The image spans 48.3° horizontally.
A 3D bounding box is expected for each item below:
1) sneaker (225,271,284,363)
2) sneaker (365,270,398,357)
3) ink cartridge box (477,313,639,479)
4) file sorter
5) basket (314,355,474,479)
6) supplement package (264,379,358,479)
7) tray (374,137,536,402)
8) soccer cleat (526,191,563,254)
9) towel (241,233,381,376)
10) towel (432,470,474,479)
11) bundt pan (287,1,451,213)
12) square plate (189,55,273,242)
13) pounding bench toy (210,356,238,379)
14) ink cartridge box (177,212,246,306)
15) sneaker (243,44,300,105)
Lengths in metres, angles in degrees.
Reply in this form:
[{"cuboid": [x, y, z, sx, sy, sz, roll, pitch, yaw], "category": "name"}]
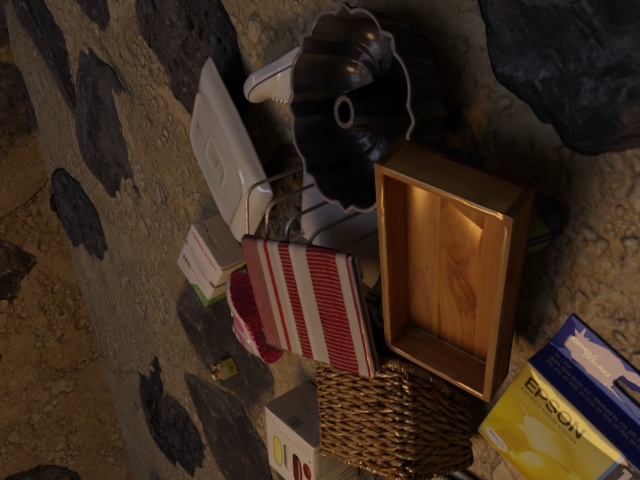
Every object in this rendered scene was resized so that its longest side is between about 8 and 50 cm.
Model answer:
[{"cuboid": [-0.191, 0.205, 1.869, 0.111, 0.103, 0.252, -11, 100, 55], "category": "sneaker"}, {"cuboid": [0.126, 0.125, 1.308, 0.108, 0.121, 0.302, 56, 157, 39], "category": "sneaker"}, {"cuboid": [0.421, 0.321, 1.112, 0.303, 0.072, 0.307, 46, 145, 28], "category": "ink cartridge box"}, {"cuboid": [0.000, 0.000, 1.403, 0.277, 0.173, 0.193, 36, 138, 37], "category": "file sorter"}, {"cuboid": [0.147, 0.313, 1.379, 0.299, 0.213, 0.223, -7, 86, 57], "category": "basket"}, {"cuboid": [-0.022, 0.502, 1.778, 0.194, 0.149, 0.203, 29, 132, 42], "category": "supplement package"}, {"cuboid": [0.192, 0.058, 1.064, 0.202, 0.076, 0.411, 26, 145, 29], "category": "tray"}, {"cuboid": [0.228, -0.048, 1.095, 0.289, 0.121, 0.093, 22, 128, 47], "category": "soccer cleat"}, {"cuboid": [-0.023, 0.112, 1.322, 0.329, 0.037, 0.237, 9, 117, 50], "category": "towel"}, {"cuboid": [0.282, 0.599, 1.516, 0.324, 0.056, 0.312, 21, 130, 45], "category": "towel"}, {"cuboid": [0.085, -0.213, 1.162, 0.331, 0.124, 0.331, 23, 118, 51], "category": "bundt pan"}, {"cuboid": [-0.223, -0.185, 1.636, 0.344, 0.049, 0.347, 64, 158, 12], "category": "square plate"}, {"cuboid": [-0.307, 0.396, 2.172, 0.065, 0.083, 0.052, -14, 99, 56], "category": "pounding bench toy"}, {"cuboid": [-0.293, 0.053, 1.923, 0.160, 0.092, 0.219, 56, 146, 14], "category": "ink cartridge box"}, {"cuboid": [-0.065, -0.298, 1.374, 0.258, 0.094, 0.091, -15, 94, 56], "category": "sneaker"}]
